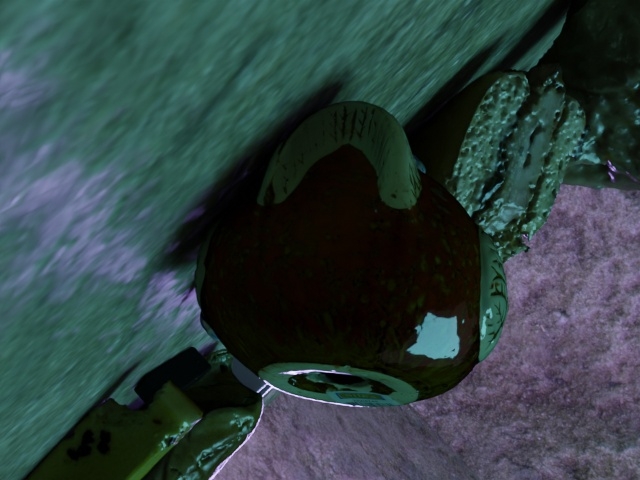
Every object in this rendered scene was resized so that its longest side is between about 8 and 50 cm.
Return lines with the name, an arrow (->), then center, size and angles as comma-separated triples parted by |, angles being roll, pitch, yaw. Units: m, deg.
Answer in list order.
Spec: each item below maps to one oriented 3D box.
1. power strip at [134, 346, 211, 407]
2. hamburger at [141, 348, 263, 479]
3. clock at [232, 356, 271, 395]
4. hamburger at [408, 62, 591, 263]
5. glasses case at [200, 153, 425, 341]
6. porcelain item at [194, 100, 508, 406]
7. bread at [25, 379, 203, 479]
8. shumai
power strip -> -0.168, 0.158, 1.176 | 0.029, 0.038, 0.111 | -46, 172, 26
hamburger -> -0.193, 0.274, 1.334 | 0.285, 0.134, 0.265 | -38, 169, -26
clock -> -0.154, 0.254, 1.647 | 0.290, 0.080, 0.275 | -48, 172, 33
hamburger -> 0.166, -0.062, 1.200 | 0.245, 0.155, 0.282 | 1, -105, 58
glasses case -> 0.000, 0.000, 1.032 | 0.327, 0.076, 0.125 | -35, 170, -47
porcelain item -> 0.028, 0.007, 0.809 | 0.253, 0.253, 0.253 | -43, 173, -7
bread -> -0.225, 0.225, 1.061 | 0.226, 0.088, 0.049 | -47, 169, 17
shumai -> 0.347, -0.139, 1.306 | 0.262, 0.314, 0.267 | -40, -174, 2
